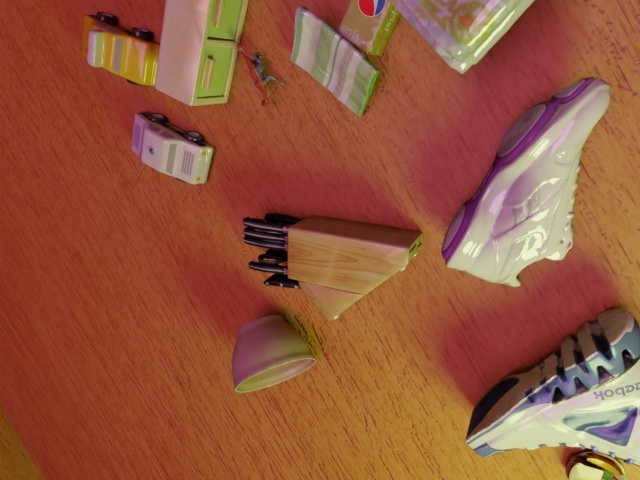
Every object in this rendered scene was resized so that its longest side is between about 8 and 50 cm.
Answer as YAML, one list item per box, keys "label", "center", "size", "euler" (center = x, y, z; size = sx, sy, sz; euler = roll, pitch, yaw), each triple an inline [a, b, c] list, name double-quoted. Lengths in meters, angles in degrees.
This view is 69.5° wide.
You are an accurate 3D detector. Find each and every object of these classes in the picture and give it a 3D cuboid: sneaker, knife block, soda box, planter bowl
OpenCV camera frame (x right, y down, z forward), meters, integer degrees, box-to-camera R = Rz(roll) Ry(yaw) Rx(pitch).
- label: "sneaker"
  center: [0.295, -0.065, 0.626]
  size: [0.152, 0.114, 0.305]
  euler: [27, 123, 1]
- label: "knife block"
  center: [0.000, 0.000, 0.798]
  size: [0.242, 0.088, 0.275]
  euler: [50, 123, 2]
- label: "soda box"
  center: [0.093, -0.355, 0.636]
  size: [0.058, 0.061, 0.181]
  euler: [36, 120, 13]
- label: "planter bowl"
  center: [-0.103, 0.214, 0.905]
  size: [0.162, 0.162, 0.109]
  euler: [-40, 60, 32]
- label: "sneaker"
  center: [0.377, 0.263, 0.673]
  size: [0.182, 0.127, 0.315]
  euler: [45, 120, 9]

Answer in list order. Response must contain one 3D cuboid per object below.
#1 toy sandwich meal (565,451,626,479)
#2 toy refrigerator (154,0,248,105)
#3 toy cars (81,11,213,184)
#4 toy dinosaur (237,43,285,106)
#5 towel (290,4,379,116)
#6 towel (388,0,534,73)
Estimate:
- label: "toy sandwich meal"
  center: [0.440, 0.374, 0.738]
  size: [0.085, 0.029, 0.086]
  euler: [10, 112, 25]
- label: "toy refrigerator"
  center: [-0.184, -0.366, 0.755]
  size: [0.094, 0.102, 0.270]
  euler: [28, 118, 16]
- label: "toy cars"
  center: [-0.354, -0.270, 0.886]
  size: [0.176, 0.087, 0.394]
  euler: [-23, 96, 32]
- label: "toy dinosaur"
  center: [-0.107, -0.268, 0.773]
  size: [0.047, 0.090, 0.082]
  euler: [-24, 64, 47]
- label: "towel"
  center: [0.016, -0.265, 0.695]
  size: [0.152, 0.023, 0.113]
  euler: [44, 163, 8]
- label: "towel"
  center: [0.166, -0.415, 0.460]
  size: [0.321, 0.090, 0.374]
  euler: [53, 129, 15]
